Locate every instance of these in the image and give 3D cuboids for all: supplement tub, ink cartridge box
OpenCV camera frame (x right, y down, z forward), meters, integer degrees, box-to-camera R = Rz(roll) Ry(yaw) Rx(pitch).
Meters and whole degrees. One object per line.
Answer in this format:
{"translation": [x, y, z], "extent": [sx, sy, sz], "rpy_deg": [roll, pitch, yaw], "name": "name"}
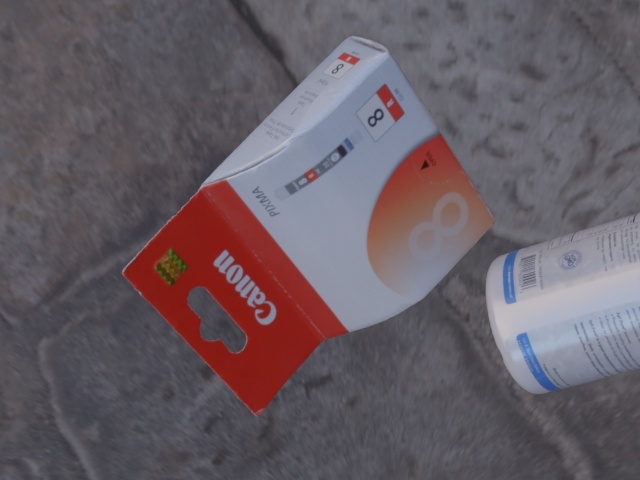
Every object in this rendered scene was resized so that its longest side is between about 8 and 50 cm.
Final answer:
{"translation": [0.138, 0.027, 0.663], "extent": [0.107, 0.071, 0.071], "rpy_deg": [-17, 75, 24], "name": "supplement tub"}
{"translation": [0.000, 0.000, 0.776], "extent": [0.179, 0.145, 0.045], "rpy_deg": [-48, 40, -13], "name": "ink cartridge box"}
